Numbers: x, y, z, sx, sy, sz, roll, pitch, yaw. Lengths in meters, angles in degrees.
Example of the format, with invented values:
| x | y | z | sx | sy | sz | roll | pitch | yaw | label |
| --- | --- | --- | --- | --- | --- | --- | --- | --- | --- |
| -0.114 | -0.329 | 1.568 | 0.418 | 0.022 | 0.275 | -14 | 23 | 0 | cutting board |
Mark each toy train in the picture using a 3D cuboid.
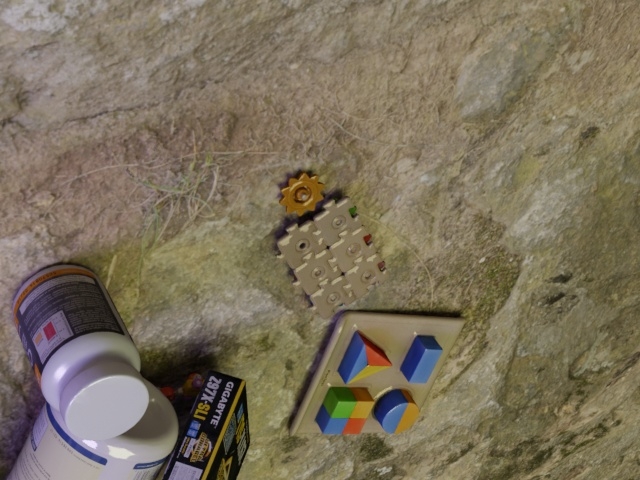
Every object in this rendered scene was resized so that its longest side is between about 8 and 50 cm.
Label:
| x | y | z | sx | sy | sz | roll | pitch | yaw | label |
| --- | --- | --- | --- | --- | --- | --- | --- | --- | --- |
| -0.255 | 0.292 | 2.031 | 0.125 | 0.046 | 0.166 | -30 | 148 | 22 | toy train |

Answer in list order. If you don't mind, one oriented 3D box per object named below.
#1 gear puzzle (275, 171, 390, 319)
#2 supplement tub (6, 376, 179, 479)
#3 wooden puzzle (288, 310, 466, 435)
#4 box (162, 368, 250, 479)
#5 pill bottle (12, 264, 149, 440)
| x | y | z | sx | sy | sz | roll | pitch | yaw | label |
| --- | --- | --- | --- | --- | --- | --- | --- | --- | --- |
| 0.000 | 0.000 | 1.963 | 0.175 | 0.044 | 0.339 | -33 | 133 | -4 | gear puzzle |
| -0.415 | 0.406 | 1.879 | 0.235 | 0.235 | 0.325 | 13 | 117 | -39 | supplement tub |
| 0.132 | 0.299 | 2.254 | 0.347 | 0.080 | 0.322 | 3 | 122 | -34 | wooden puzzle |
| -0.210 | 0.421 | 1.968 | 0.079 | 0.257 | 0.322 | 15 | 149 | 7 | box |
| -0.379 | 0.176 | 1.687 | 0.162 | 0.278 | 0.162 | -17 | 131 | -20 | pill bottle |
